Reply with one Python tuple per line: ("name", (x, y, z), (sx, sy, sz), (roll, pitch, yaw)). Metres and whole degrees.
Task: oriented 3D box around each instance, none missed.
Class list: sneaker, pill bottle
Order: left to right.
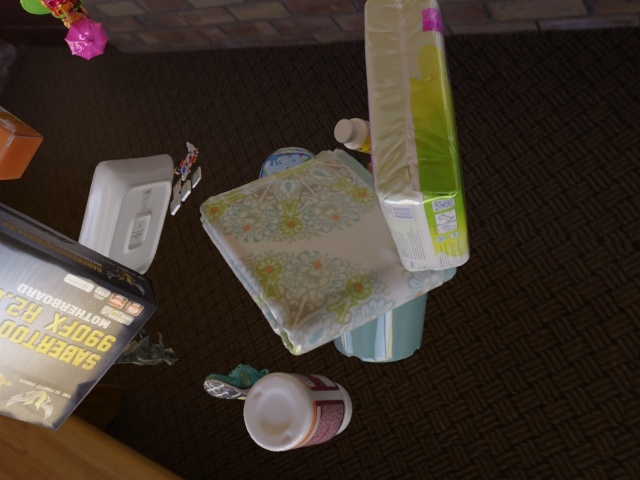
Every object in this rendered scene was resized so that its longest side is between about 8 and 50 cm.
("sneaker", (-0.261, 0.450, 1.912), (0.107, 0.275, 0.110), (-20, 64, 34))
("pill bottle", (-0.054, 0.536, 1.894), (0.224, 0.392, 0.224), (-6, 74, 23))
("pill bottle", (0.084, -0.218, 1.241), (0.065, 0.116, 0.065), (-4, 84, 44))

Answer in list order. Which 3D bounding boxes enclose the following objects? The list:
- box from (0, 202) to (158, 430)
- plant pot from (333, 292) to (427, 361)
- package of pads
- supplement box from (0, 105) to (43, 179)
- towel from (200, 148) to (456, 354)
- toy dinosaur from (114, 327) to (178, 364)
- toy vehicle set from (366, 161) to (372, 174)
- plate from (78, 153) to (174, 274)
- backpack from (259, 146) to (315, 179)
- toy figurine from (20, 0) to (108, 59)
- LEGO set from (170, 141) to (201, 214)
("box", (-0.304, 0.068, 0.567), (0.183, 0.231, 0.056), (-49, 35, 9))
("plant pot", (0.159, 0.134, 1.668), (0.341, 0.341, 0.334), (12, 112, 36))
("package of pads", (0.125, -0.130, 0.769), (0.101, 0.229, 0.297), (-6, 65, 14))
("supplement box", (-0.502, -0.178, 0.807), (0.233, 0.080, 0.078), (36, 101, -1))
("towel", (0.000, 0.000, 1.050), (0.320, 0.090, 0.374), (-25, 50, -21))
("toy dinosaur", (-0.403, 0.224, 1.290), (0.064, 0.268, 0.118), (-29, 73, 24))
("toy vehicle set", (0.114, -0.042, 1.286), (0.035, 0.166, 0.267), (19, 108, 19))
("plate", (-0.368, -0.024, 1.156), (0.045, 0.277, 0.278), (20, 104, 8))
("backpack", (-0.086, -0.131, 1.998), (0.290, 0.273, 0.356), (0, 69, 16))
("toy figurine", (-0.501, -0.442, 1.230), (0.130, 0.173, 0.159), (-35, 89, -2))
("LEGO set", (-0.493, -0.228, 2.118), (0.182, 0.060, 0.244), (-48, 32, 22))
